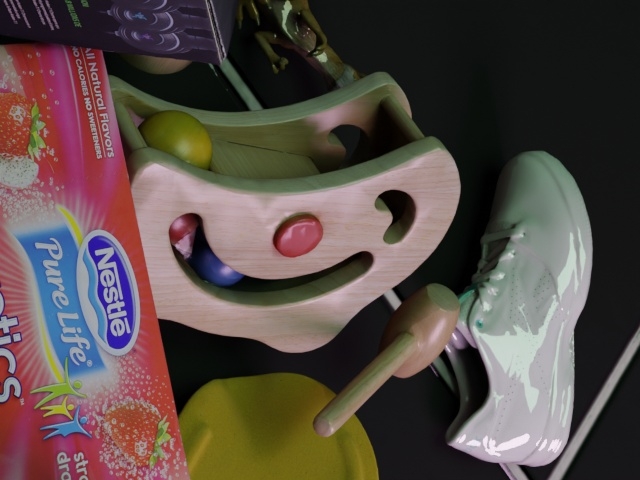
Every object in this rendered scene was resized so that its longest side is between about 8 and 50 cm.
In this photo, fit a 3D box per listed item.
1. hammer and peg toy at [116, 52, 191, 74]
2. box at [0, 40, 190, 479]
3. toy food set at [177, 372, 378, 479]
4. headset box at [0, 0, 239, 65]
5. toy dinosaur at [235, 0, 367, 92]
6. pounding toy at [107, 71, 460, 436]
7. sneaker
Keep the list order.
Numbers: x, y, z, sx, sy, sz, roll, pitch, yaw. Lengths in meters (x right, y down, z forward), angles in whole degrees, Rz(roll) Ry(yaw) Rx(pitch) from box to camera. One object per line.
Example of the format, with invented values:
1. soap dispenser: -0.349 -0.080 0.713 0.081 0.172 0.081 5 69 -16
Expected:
1. hammer and peg toy: -0.032 -0.275 1.036 0.266 0.127 0.361 47 51 -6
2. box: -0.166 0.036 0.903 0.128 0.122 0.257 -12 91 -44
3. toy food set: -0.056 0.175 1.029 0.128 0.071 0.218 35 55 -6
4. headset box: -0.145 -0.229 0.852 0.131 0.283 0.246 81 19 -69
5. toy dinosaur: -0.036 -0.171 1.117 0.112 0.064 0.212 -28 99 -54
6. pounding toy: 0.000 0.000 1.004 0.269 0.154 0.155 15 30 -40
7. sneaker: 0.120 0.040 1.207 0.094 0.080 0.212 9 78 -30
